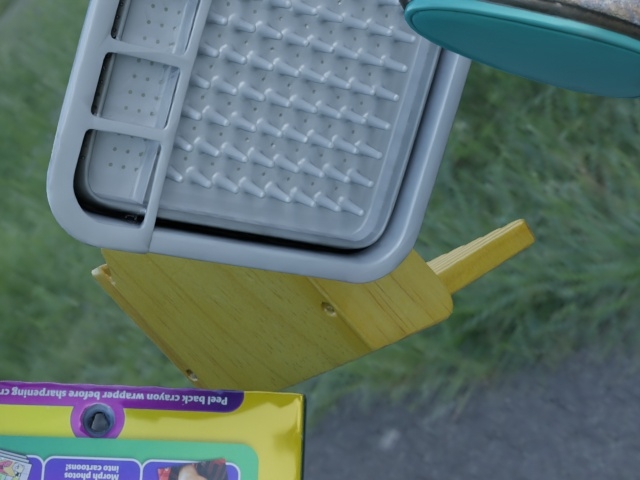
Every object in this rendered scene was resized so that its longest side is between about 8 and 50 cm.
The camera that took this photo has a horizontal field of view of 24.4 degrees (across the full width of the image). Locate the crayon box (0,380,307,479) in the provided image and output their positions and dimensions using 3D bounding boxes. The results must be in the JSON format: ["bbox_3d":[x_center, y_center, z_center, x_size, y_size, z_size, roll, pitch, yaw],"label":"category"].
[{"bbox_3d":[-0.198,0.288,1.295,0.106,0.363,0.313,94,178,-72],"label":"crayon box"}]

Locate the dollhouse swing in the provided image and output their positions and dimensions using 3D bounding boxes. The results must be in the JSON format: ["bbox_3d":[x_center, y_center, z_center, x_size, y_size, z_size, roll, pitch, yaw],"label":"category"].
[{"bbox_3d":[0.000,0.000,1.625,0.305,0.315,0.347,-47,9,-32],"label":"dollhouse swing"}]

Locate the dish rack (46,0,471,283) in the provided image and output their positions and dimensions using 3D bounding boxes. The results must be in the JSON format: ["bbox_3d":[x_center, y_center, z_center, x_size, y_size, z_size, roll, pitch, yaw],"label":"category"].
[{"bbox_3d":[-0.043,-0.122,1.125,0.072,0.333,0.285,28,105,54],"label":"dish rack"}]

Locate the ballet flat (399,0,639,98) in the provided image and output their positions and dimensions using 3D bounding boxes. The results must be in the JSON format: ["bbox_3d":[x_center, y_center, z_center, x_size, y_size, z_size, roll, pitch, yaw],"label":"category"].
[{"bbox_3d":[0.198,-0.119,0.788,0.107,0.316,0.106,133,154,-77],"label":"ballet flat"}]
